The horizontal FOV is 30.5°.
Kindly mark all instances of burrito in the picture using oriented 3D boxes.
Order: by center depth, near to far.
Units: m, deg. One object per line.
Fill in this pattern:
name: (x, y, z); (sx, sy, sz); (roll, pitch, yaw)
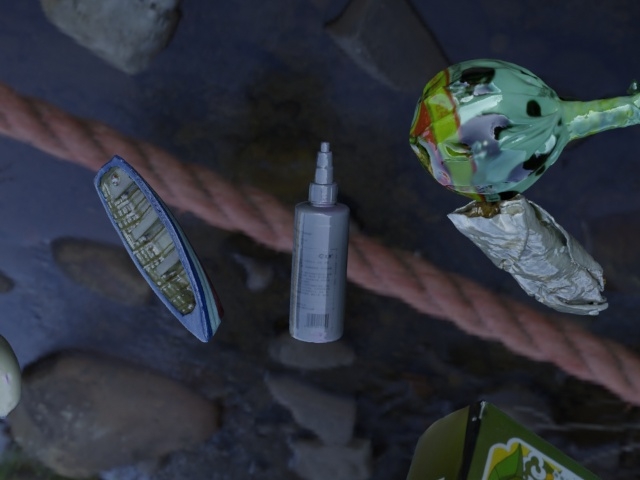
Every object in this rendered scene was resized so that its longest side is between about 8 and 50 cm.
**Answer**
burrito: (0.296, 0.024, 1.556); (0.117, 0.076, 0.392); (-2, 159, 32)

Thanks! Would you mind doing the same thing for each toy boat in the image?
toy boat: (-0.171, 0.009, 1.288); (0.080, 0.046, 0.229); (-41, 78, 35)

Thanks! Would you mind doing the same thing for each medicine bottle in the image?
medicine bottle: (0.000, 0.000, 1.171); (0.057, 0.057, 0.199); (5, 104, 11)

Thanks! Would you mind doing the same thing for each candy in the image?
candy: (0.206, -0.090, 0.730); (0.305, 0.083, 0.091); (-11, 123, 13)

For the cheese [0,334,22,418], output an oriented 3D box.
cheese: (-0.370, 0.118, 1.104); (0.071, 0.163, 0.249); (38, 147, 36)

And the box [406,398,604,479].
box: (0.251, 0.442, 1.292); (0.420, 0.373, 0.138); (35, 141, -15)
